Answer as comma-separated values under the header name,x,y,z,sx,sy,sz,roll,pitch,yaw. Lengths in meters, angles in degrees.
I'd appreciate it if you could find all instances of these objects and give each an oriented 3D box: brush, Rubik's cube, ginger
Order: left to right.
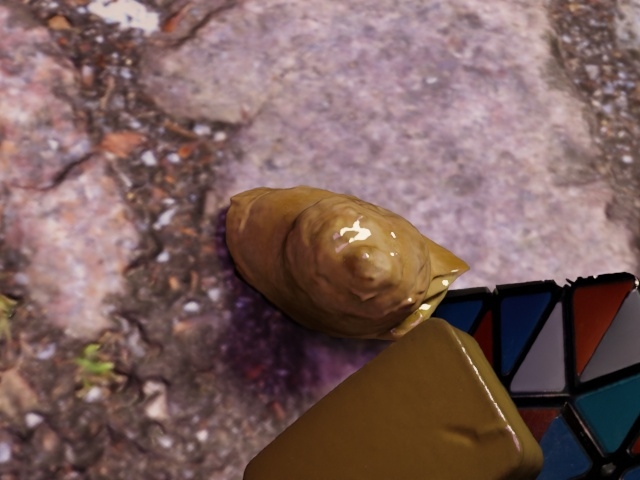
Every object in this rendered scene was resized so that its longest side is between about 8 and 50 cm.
name,x,y,z,sx,sy,sz,roll,pitch,yaw
ginger,-0.003,-0.001,1.412,0.193,0.122,0.115,24,76,25
brush,0.047,0.153,1.267,0.059,0.197,0.123,19,37,-54
Rubik's cube,0.171,0.105,1.398,0.250,0.284,0.234,9,24,-37
